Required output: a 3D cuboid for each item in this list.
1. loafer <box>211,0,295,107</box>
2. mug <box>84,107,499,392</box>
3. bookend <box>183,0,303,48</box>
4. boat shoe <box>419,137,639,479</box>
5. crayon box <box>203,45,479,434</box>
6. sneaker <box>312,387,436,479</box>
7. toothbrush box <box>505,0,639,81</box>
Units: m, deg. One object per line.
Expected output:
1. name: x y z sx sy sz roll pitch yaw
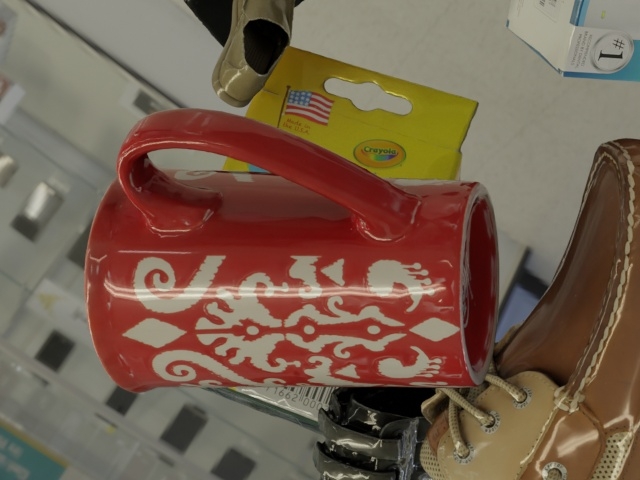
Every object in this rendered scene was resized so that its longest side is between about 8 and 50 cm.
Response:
1. loafer: -0.047 -0.180 0.956 0.056 0.148 0.050 28 152 -32
2. mug: -0.013 0.015 0.509 0.169 0.113 0.150 1 166 19
3. bookend: -0.057 -0.280 1.088 0.156 0.157 0.072 -35 124 11
4. boat shoe: 0.109 0.106 0.559 0.116 0.325 0.123 10 -169 -2
5. crayon box: 0.000 0.000 1.007 0.202 0.319 0.081 19 166 12
6. sneaker: 0.009 0.194 0.755 0.104 0.295 0.147 13 130 37
7. toothbrush box: 0.317 -0.235 0.861 0.295 0.126 0.216 2 118 -16
